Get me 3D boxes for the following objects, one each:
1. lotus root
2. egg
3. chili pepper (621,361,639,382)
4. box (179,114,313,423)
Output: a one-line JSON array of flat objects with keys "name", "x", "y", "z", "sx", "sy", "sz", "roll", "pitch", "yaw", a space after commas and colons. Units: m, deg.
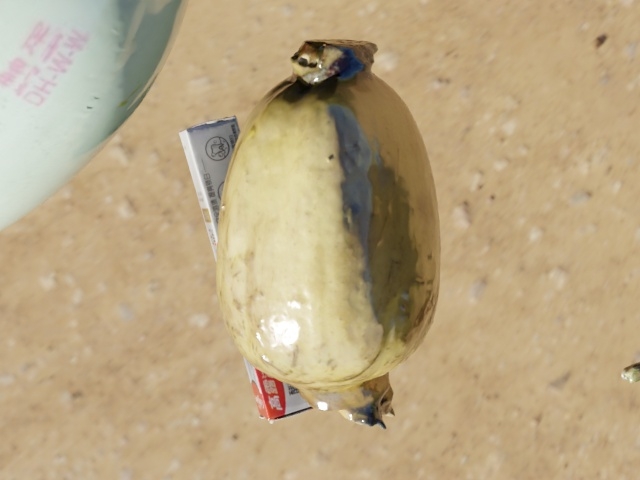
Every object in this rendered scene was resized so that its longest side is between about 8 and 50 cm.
[{"name": "lotus root", "x": 0.000, "y": 0.000, "z": 1.144, "sx": 0.154, "sy": 0.140, "sz": 0.257, "roll": 15, "pitch": 110, "yaw": 56}, {"name": "egg", "x": -0.217, "y": -0.124, "z": 1.042, "sx": 0.230, "sy": 0.230, "sz": 0.371, "roll": 42, "pitch": 116, "yaw": 2}, {"name": "chili pepper", "x": 0.410, "y": 0.142, "z": 1.399, "sx": 0.338, "sy": 0.134, "sz": 0.131, "roll": 41, "pitch": 154, "yaw": 26}, {"name": "box", "x": -0.052, "y": 0.020, "z": 1.269, "sx": 0.039, "sy": 0.055, "sz": 0.218, "roll": -16, "pitch": 93, "yaw": -10}]
